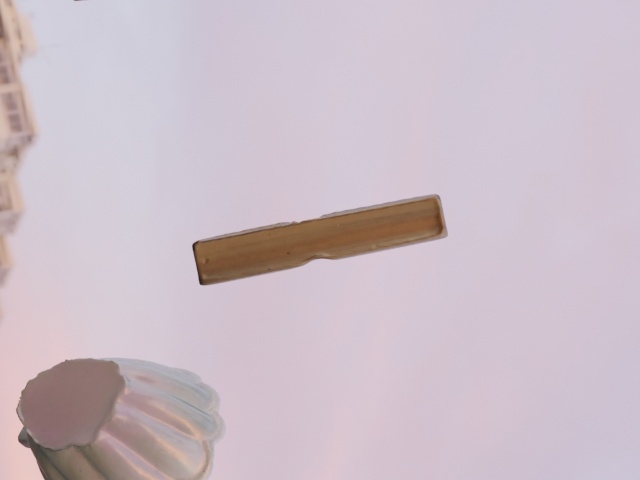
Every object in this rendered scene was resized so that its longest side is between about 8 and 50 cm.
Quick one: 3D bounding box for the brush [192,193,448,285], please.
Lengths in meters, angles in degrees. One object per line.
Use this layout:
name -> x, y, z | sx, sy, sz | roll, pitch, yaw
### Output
brush -> 0.000, 0.000, 1.355 | 0.048, 0.283, 0.054 | 101, -23, -80

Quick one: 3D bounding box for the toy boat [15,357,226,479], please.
toy boat -> -0.234, 0.197, 1.299 | 0.290, 0.199, 0.100 | 7, -34, 45
